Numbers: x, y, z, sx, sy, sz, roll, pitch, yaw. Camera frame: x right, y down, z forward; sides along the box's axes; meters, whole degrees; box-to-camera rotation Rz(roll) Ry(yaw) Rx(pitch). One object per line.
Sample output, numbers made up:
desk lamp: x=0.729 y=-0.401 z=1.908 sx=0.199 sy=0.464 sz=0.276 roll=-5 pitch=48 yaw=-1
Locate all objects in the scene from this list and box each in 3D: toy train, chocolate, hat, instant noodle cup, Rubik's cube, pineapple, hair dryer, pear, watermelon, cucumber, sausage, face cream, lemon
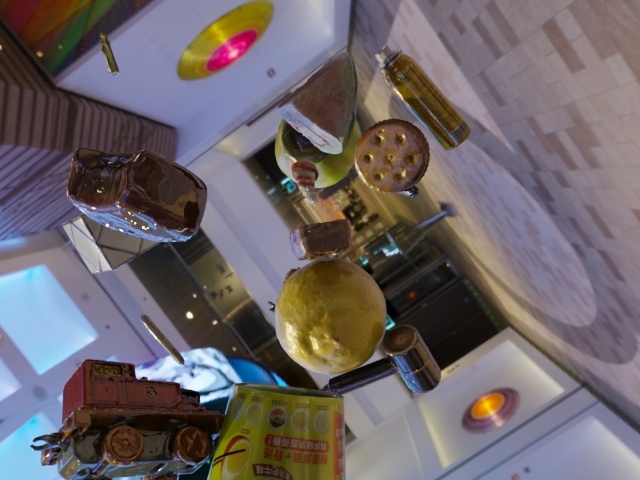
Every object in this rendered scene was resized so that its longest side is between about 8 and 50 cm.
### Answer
toy train: x=-0.376 y=0.367 z=1.012 sx=0.369 sy=0.163 sz=0.232 roll=20 pitch=-144 yaw=-42
chocolate: x=0.000 y=0.000 z=1.357 sx=0.214 sy=0.148 sz=0.093 roll=167 pitch=90 yaw=-80
hat: x=-0.047 y=-0.197 z=1.824 sx=0.112 sy=0.093 sz=0.162 roll=40 pitch=-143 yaw=-53
instant noodle cup: x=-0.074 y=0.412 z=1.016 sx=0.311 sy=0.311 sz=0.222 roll=41 pitch=-126 yaw=-70
Rubik's cube: x=-0.714 y=-0.025 z=1.738 sx=0.205 sy=0.205 sz=0.207 roll=-7 pitch=112 yaw=46
pineapple: x=-0.124 y=0.195 z=1.975 sx=0.083 sy=0.221 sz=0.103 roll=-7 pitch=140 yaw=46
hair dryer: x=0.148 y=0.382 z=1.424 sx=0.189 sy=0.352 sz=0.107 roll=56 pitch=-163 yaw=-28
pear: x=-0.036 y=-0.416 z=2.072 sx=0.399 sy=0.399 sz=0.165 roll=56 pitch=-168 yaw=19
watermelon: x=-0.005 y=-0.363 z=1.303 sx=0.213 sy=0.201 sz=0.262 roll=-145 pitch=62 yaw=-71
cucumber: x=0.261 y=-0.178 z=1.672 sx=0.181 sy=0.053 sz=0.053 roll=38 pitch=170 yaw=51
sausage: x=-0.591 y=0.370 z=1.896 sx=0.269 sy=0.033 sz=0.033 roll=43 pitch=-178 yaw=16
face cream: x=0.288 y=-0.415 z=1.459 sx=0.348 sy=0.105 sz=0.105 roll=43 pitch=-172 yaw=-16
lemon: x=0.028 y=0.211 z=1.454 sx=0.348 sy=0.348 sz=0.348 roll=54 pitch=-175 yaw=-7

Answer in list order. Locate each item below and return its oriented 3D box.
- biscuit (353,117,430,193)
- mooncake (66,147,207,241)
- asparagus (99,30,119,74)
biscuit: x=0.207 y=-0.244 z=1.474 sx=0.220 sy=0.220 sz=0.066 roll=54 pitch=-155 yaw=-6
mooncake: x=-0.445 y=-0.107 z=1.234 sx=0.326 sy=0.174 sz=0.334 roll=17 pitch=169 yaw=-3
asparagus: x=-0.504 y=-0.442 z=1.204 sx=0.021 sy=0.025 sz=0.108 roll=52 pitch=155 yaw=41
